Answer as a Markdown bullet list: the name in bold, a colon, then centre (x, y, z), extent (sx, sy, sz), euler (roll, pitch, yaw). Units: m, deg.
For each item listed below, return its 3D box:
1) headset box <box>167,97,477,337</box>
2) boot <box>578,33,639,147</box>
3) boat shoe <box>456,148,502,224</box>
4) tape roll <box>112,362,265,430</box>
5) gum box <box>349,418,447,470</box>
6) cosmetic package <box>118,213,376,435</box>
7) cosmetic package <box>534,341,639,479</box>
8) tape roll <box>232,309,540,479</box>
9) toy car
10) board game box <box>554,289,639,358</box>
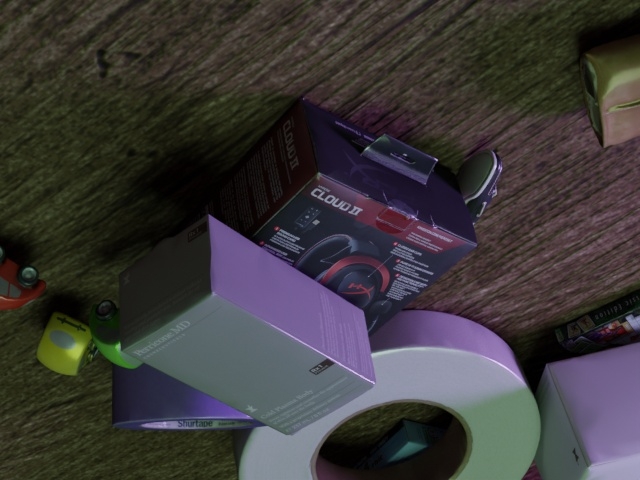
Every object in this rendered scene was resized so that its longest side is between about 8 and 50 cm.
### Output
- **headset box**: centre (0.000, 0.000, 1.343), extent (0.218, 0.110, 0.293), euler (22, 129, -34)
- **boot**: centre (0.381, -0.203, 1.230), extent (0.269, 0.089, 0.236), euler (-17, 140, 6)
- **boat shoe**: centre (0.164, -0.050, 1.380), extent (0.038, 0.046, 0.125), euler (7, 139, -22)
- **tape roll**: centre (-0.139, 0.168, 1.464), extent (0.189, 0.080, 0.189), euler (-2, 168, -1)
- **gum box**: centre (0.145, 0.323, 1.814), extent (0.184, 0.041, 0.157), euler (17, 131, -32)
- **cosmetic package**: centre (-0.069, 0.087, 1.262), extent (0.127, 0.107, 0.238), euler (-34, 137, 28)
- **cosmetic package**: centre (0.462, 0.222, 1.657), extent (0.365, 0.155, 0.197), euler (-10, 148, -11)
- **tape roll**: centre (0.083, 0.252, 1.646), extent (0.392, 0.072, 0.392), euler (-6, 131, -8)
- **toy car**: centre (-0.248, 0.090, 1.341), extent (0.225, 0.053, 0.239), euler (10, 151, 30)
- **board game box**: centre (0.438, 0.097, 1.642), extent (0.259, 0.030, 0.136), euler (-28, 140, 17)
